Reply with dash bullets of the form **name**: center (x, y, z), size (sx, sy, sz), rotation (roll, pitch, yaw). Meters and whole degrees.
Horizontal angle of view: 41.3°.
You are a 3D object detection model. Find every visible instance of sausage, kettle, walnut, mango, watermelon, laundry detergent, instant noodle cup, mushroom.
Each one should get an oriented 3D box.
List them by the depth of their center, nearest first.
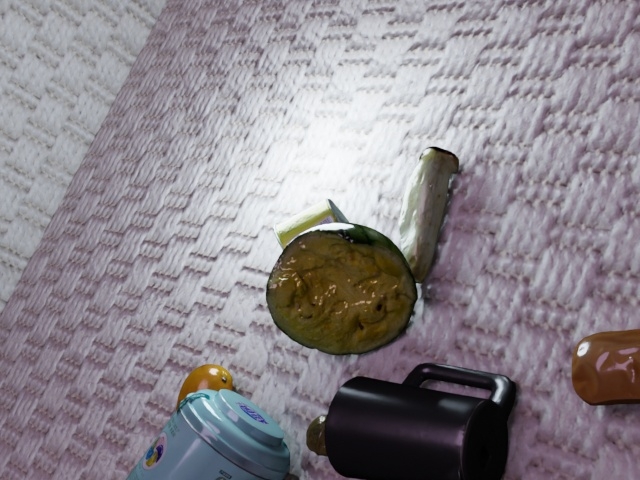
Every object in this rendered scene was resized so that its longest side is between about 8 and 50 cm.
- **sausage**: center (0.550, 0.219, 1.464), size (0.241, 0.120, 0.136), rotation (-7, 72, 39)
- **kettle**: center (0.206, 0.372, 1.660), size (0.308, 0.262, 0.203), rotation (-1, 99, 38)
- **walnut**: center (0.011, 0.425, 1.849), size (0.092, 0.092, 0.092), rotation (-22, 51, 31)
- **laundry detergent**: center (-0.239, 0.502, 1.869), size (0.305, 0.287, 0.287), rotation (-54, 42, 1)
- **watermelon**: center (0.055, 0.083, 1.886), size (0.331, 0.331, 0.189), rotation (-28, 35, 26)
- **mushroom**: center (0.235, -0.065, 1.960), size (0.107, 0.087, 0.333), rotation (3, 69, 42)
- **instant noodle cup**: center (0.000, 0.000, 2.052), size (0.153, 0.205, 0.205), rotation (-36, 45, 11)
- **mango**: center (-0.298, 0.412, 2.118), size (0.145, 0.112, 0.219), rotation (34, 101, 48)
